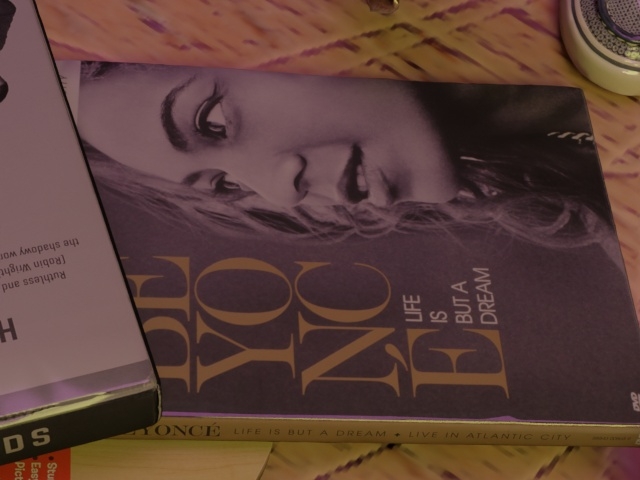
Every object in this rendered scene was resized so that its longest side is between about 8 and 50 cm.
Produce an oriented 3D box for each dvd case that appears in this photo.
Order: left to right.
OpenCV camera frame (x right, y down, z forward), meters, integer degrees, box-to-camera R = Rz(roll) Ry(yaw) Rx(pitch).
[{"bbox_3d":[-0.170,-0.016,0.519,0.179,0.029,0.239,-13,52,-14],"label":"dvd case"},{"bbox_3d":[0.000,0.000,0.554,0.221,0.018,0.164,2,50,-7],"label":"dvd case"}]

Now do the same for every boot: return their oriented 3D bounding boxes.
[{"bbox_3d":[0.157,-0.153,0.638,0.069,0.086,0.190,24,61,5],"label":"boot"}]

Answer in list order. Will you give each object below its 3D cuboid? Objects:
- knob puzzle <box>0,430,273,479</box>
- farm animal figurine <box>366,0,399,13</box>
[{"bbox_3d":[-0.113,0.070,0.507,0.213,0.030,0.213,7,48,-8],"label":"knob puzzle"},{"bbox_3d":[0.014,-0.197,0.597,0.326,0.172,0.330,-10,48,7],"label":"farm animal figurine"}]
